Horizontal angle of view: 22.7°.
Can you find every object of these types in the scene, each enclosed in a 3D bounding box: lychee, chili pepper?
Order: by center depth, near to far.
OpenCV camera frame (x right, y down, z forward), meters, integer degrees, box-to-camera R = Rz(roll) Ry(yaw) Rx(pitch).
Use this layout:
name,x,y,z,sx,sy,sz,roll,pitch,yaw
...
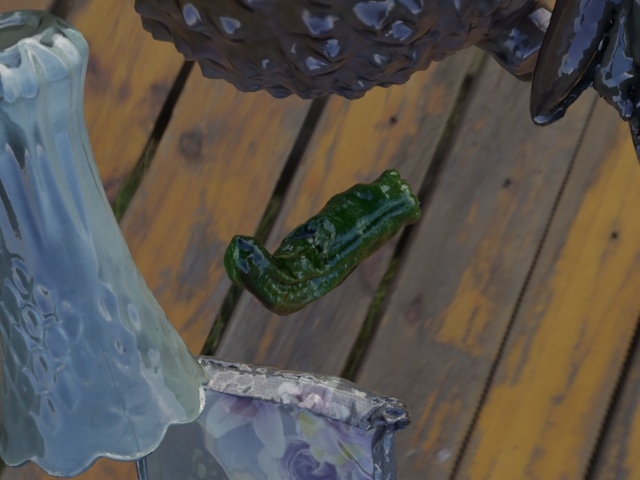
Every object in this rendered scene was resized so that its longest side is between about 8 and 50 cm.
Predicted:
name,x,y,z,sx,sy,sz,roll,pitch,yaw
lychee,0.009,-0.270,0.980,0.380,0.380,0.432,-39,90,-17
chili pepper,-0.004,0.005,1.076,0.050,0.073,0.182,47,42,14

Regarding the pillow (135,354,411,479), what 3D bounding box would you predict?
name,x,y,z,sx,sy,sz,roll,pitch,yaw
pillow,-0.016,0.166,0.762,0.169,0.059,0.255,8,115,28

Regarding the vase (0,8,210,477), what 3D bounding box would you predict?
name,x,y,z,sx,sy,sz,roll,pitch,yaw
vase,-0.093,-0.002,0.546,0.081,0.081,0.149,-21,117,-15

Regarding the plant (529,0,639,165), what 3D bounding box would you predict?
name,x,y,z,sx,sy,sz,roll,pitch,yaw
plant,0.169,-0.179,0.715,0.194,0.181,0.321,-20,103,-8
